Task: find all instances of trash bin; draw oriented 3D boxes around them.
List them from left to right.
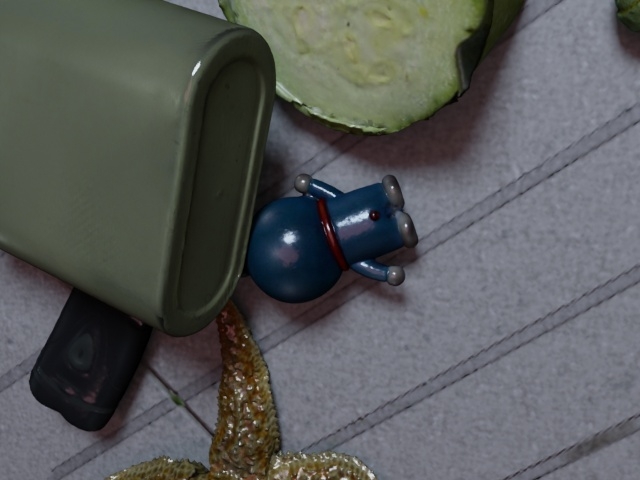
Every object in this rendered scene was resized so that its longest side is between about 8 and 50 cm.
[{"bbox_3d":[-0.170,-0.076,0.508,0.247,0.121,0.244,22,113,24],"label":"trash bin"}]

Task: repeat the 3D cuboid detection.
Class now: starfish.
[{"bbox_3d":[-0.115,0.238,0.612,0.293,0.084,0.301,-39,94,15],"label":"starfish"}]

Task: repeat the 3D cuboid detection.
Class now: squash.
[{"bbox_3d":[0.033,-0.195,0.481,0.220,0.133,0.220,14,131,18],"label":"squash"}]

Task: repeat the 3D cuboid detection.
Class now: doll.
[{"bbox_3d":[0.000,0.000,0.543,0.151,0.085,0.114,-22,81,5],"label":"doll"}]

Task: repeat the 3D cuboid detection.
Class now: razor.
[{"bbox_3d":[-0.209,0.098,0.620,0.090,0.054,0.148,31,105,6],"label":"razor"}]

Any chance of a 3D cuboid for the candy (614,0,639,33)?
[{"bbox_3d":[0.291,-0.130,0.471,0.202,0.061,0.061,39,107,-5],"label":"candy"}]
